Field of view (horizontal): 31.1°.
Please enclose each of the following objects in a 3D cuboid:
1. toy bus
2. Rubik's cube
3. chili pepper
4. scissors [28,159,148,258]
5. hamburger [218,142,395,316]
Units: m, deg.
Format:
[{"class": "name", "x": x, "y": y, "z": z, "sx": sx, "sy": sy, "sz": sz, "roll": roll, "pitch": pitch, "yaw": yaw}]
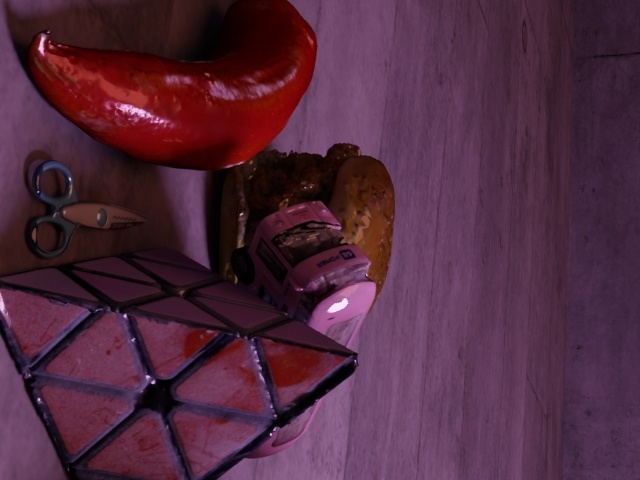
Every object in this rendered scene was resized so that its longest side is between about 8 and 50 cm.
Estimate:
[{"class": "toy bus", "x": -0.028, "y": 0.067, "z": 0.789, "sx": 0.063, "sy": 0.090, "sz": 0.203, "roll": -18, "pitch": 146, "yaw": -35}, {"class": "Rubik's cube", "x": -0.073, "y": 0.053, "z": 0.730, "sx": 0.178, "sy": 0.190, "sz": 0.211, "roll": -94, "pitch": 175, "yaw": -57}, {"class": "chili pepper", "x": -0.072, "y": -0.123, "z": 0.816, "sx": 0.368, "sy": 0.092, "sz": 0.137, "roll": -53, "pitch": 126, "yaw": -64}, {"class": "scissors", "x": -0.142, "y": -0.015, "z": 0.708, "sx": 0.119, "sy": 0.014, "sz": 0.058, "roll": 11, "pitch": 82, "yaw": -67}, {"class": "hamburger", "x": 0.000, "y": 0.000, "z": 0.935, "sx": 0.185, "sy": 0.131, "sz": 0.159, "roll": -4, "pitch": 95, "yaw": -74}]
